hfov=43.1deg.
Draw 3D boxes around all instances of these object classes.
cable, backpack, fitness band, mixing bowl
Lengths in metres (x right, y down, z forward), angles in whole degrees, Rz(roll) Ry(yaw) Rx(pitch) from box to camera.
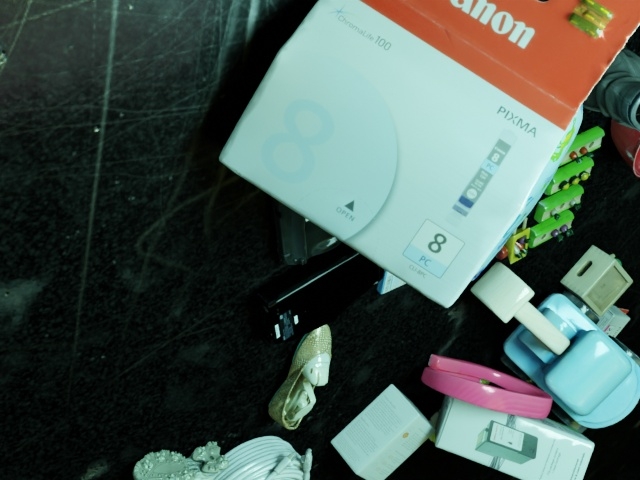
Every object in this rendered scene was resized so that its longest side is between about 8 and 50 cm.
[{"bbox_3d":[-0.138,0.467,1.450,0.257,0.089,0.257,-25,142,-24],"label":"cable"},{"bbox_3d":[0.202,-0.124,1.057,0.355,0.273,0.290,-42,179,20],"label":"backpack"},{"bbox_3d":[0.332,0.295,1.615,0.291,0.209,0.054,16,94,-39],"label":"fitness band"},{"bbox_3d":[0.596,-0.216,1.471,0.181,0.098,0.181,-27,142,-24],"label":"mixing bowl"}]

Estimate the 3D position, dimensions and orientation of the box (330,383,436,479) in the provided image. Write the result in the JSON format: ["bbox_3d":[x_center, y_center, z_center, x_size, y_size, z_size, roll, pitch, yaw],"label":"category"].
[{"bbox_3d":[0.129,0.394,1.637,0.170,0.091,0.130,-43,145,-1],"label":"box"}]

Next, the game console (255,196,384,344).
[{"bbox_3d":[0.000,0.000,1.148,0.213,0.044,0.361,-30,143,-22],"label":"game console"}]

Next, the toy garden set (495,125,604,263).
[{"bbox_3d":[0.427,-0.069,1.494,0.204,0.049,0.244,-24,140,-26],"label":"toy garden set"}]

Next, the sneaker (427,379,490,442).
[{"bbox_3d":[0.327,0.390,1.829,0.081,0.094,0.208,15,113,-49],"label":"sneaker"}]

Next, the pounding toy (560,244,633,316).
[{"bbox_3d":[0.626,0.078,1.823,0.141,0.100,0.130,-49,131,3],"label":"pounding toy"}]

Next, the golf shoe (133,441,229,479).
[{"bbox_3d":[-0.229,0.379,1.289,0.176,0.069,0.086,7,127,-47],"label":"golf shoe"}]

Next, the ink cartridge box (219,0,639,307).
[{"bbox_3d":[0.116,-0.164,0.870,0.385,0.308,0.091,-58,177,20],"label":"ink cartridge box"}]

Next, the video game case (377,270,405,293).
[{"bbox_3d":[0.171,0.017,1.359,0.166,0.015,0.119,-21,138,-29],"label":"video game case"}]

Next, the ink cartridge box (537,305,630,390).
[{"bbox_3d":[0.715,0.295,2.150,0.239,0.060,0.275,14,116,-49],"label":"ink cartridge box"}]

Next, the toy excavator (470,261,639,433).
[{"bbox_3d":[0.494,0.214,1.673,0.222,0.433,0.445,-46,173,3],"label":"toy excavator"}]

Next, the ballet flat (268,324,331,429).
[{"bbox_3d":[-0.021,0.232,1.341,0.073,0.067,0.206,-4,128,-42],"label":"ballet flat"}]

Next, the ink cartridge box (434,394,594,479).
[{"bbox_3d":[0.388,0.406,1.677,0.211,0.289,0.121,30,79,-82],"label":"ink cartridge box"}]

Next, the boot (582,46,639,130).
[{"bbox_3d":[0.488,-0.215,1.254,0.338,0.223,0.118,-2,126,-44],"label":"boot"}]
